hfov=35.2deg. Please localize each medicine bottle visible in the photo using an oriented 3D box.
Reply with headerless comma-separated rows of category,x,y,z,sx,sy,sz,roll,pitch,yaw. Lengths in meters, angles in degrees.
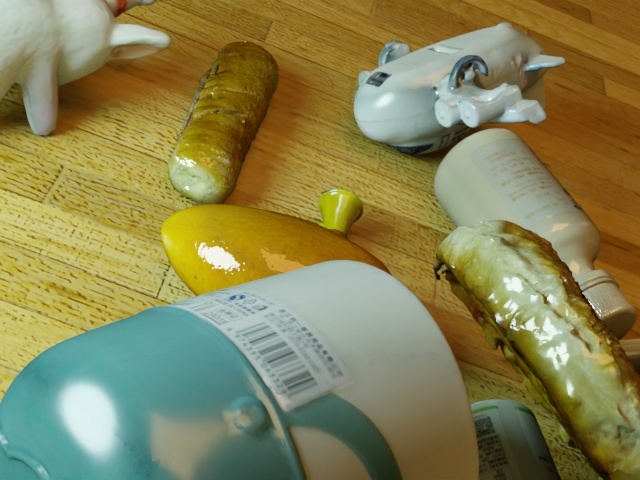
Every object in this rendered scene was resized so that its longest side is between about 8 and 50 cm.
medicine bottle,0.147,0.213,0.746,0.086,0.086,0.183,9,40,-21
medicine bottle,0.219,0.002,1.021,0.114,0.114,0.252,-3,45,-33

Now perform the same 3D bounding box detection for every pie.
pie,0.203,0.113,0.770,0.315,0.092,0.315,54,5,-7

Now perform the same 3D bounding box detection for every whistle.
whistle,0.003,-0.004,0.965,0.057,0.046,0.109,35,41,-12

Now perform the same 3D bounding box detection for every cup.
cup,-0.076,0.133,0.631,0.258,0.219,0.290,-13,21,-40

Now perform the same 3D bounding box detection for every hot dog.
hot dog,-0.094,-0.133,1.051,0.088,0.061,0.286,28,36,-16

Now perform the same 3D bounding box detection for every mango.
mango,-0.032,0.027,0.850,0.217,0.102,0.141,24,41,0

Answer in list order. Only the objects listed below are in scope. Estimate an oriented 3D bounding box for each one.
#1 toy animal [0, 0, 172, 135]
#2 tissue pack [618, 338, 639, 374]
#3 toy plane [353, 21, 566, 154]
toy animal,-0.266,-0.186,0.960,0.282,0.138,0.140,-12,58,-49
tissue pack,0.264,0.118,0.954,0.108,0.056,0.023,1,43,-30
toy plane,0.158,-0.175,1.170,0.267,0.122,0.267,-8,22,4
